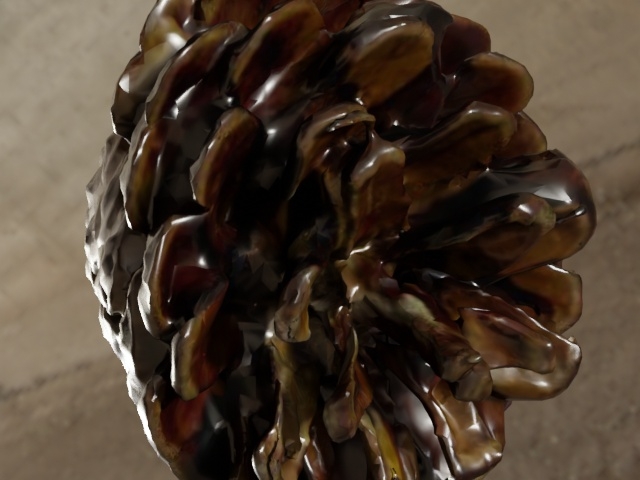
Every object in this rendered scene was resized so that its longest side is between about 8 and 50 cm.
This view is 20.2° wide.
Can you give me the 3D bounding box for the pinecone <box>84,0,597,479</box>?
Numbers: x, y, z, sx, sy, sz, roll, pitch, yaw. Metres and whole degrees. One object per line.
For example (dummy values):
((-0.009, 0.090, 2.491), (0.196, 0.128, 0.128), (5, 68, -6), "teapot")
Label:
((0.007, 0.000, 0.884), (0.242, 0.298, 0.296), (-12, 34, -15), "pinecone")
